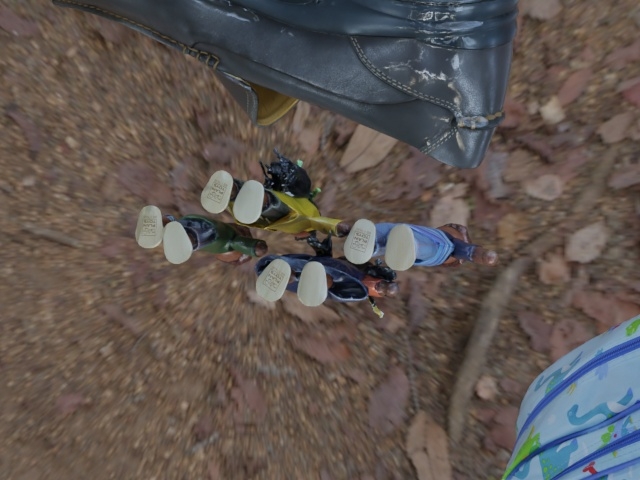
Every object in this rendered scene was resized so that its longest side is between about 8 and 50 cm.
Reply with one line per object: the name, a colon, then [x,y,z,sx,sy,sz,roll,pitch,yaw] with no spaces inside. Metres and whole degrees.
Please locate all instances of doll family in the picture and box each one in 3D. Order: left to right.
doll family: [0.000,0.000,0.825,0.193,0.111,0.076,23,94,24]

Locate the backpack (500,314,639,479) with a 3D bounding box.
backpack: [0.298,0.175,1.151,0.290,0.355,0.273,45,55,-26]

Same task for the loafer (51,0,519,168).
loafer: [-0.020,-0.063,0.455,0.170,0.062,0.061,16,117,36]
